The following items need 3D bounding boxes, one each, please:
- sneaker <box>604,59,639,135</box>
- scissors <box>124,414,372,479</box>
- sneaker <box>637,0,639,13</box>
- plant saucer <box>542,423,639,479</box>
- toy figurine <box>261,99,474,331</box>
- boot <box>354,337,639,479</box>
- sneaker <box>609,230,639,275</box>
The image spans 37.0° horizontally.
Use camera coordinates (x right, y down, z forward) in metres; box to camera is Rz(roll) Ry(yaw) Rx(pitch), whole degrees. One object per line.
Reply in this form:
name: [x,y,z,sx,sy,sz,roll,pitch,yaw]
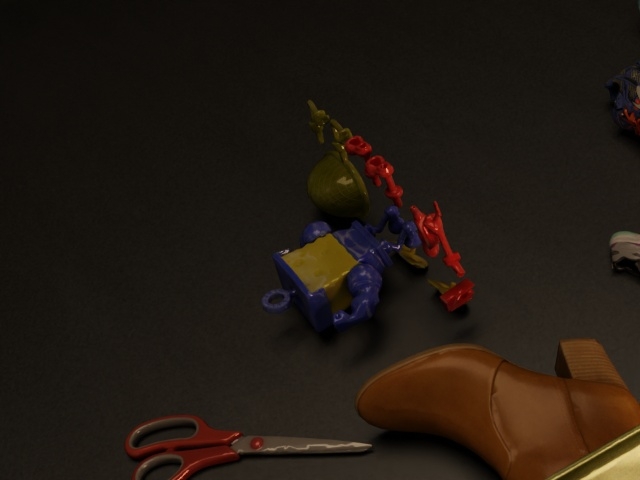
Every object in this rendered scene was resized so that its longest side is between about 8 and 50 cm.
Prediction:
sneaker: [0.450,-0.168,1.314,0.087,0.083,0.221,-21,35,18]
scissors: [-0.090,0.230,1.116,0.297,0.021,0.109,-14,40,7]
sneaker: [0.665,-0.406,1.440,0.319,0.127,0.208,15,53,30]
plant saucer: [0.291,0.264,0.865,0.188,0.188,0.045,-27,0,-9]
toy figurine: [0.000,0.000,1.213,0.217,0.191,0.362,-34,43,-9]
boot: [0.189,0.209,0.978,0.295,0.104,0.211,-11,42,3]
sneaker: [0.399,0.021,1.154,0.098,0.038,0.069,-8,44,26]
